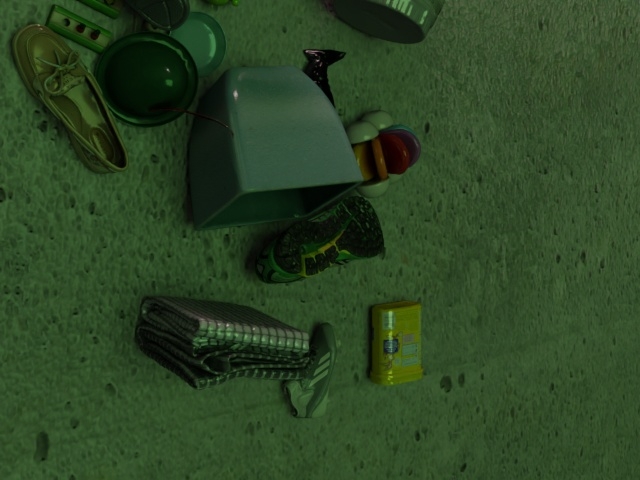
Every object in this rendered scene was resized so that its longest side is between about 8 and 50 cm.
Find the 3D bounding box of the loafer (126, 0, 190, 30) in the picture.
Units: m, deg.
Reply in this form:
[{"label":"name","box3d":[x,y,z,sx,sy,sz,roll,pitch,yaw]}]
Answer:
[{"label":"loafer","box3d":[-0.338,-0.482,1.511,0.109,0.095,0.302,-37,114,11]}]

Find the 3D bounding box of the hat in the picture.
[{"label":"hat","box3d":[-0.277,-0.256,1.530,0.208,0.183,0.173,-14,115,-8]}]

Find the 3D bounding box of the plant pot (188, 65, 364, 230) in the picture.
[{"label":"plant pot","box3d":[-0.105,-0.181,1.664,0.247,0.248,0.252,-7,79,-30]}]

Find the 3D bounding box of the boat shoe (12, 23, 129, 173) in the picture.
[{"label":"boat shoe","box3d":[-0.413,-0.240,1.536,0.104,0.089,0.285,-42,117,-21]}]

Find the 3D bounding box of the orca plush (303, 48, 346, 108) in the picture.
[{"label":"orca plush","box3d":[0.017,-0.242,1.819,0.151,0.102,0.287,15,89,-35]}]

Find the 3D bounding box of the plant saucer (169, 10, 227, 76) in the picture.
[{"label":"plant saucer","box3d":[-0.232,-0.366,1.681,0.119,0.021,0.119,-6,101,-33]}]

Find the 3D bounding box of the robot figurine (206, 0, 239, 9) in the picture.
[{"label":"robot figurine","box3d":[-0.179,-0.484,1.671,0.115,0.067,0.101,-53,129,-16]}]

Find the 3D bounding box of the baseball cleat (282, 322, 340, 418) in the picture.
[{"label":"baseball cleat","box3d":[-0.021,0.274,1.892,0.109,0.072,0.206,4,91,-28]}]

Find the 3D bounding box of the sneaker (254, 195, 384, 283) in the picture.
[{"label":"sneaker","box3d":[0.000,0.000,1.841,0.343,0.146,0.134,-16,86,-46]}]

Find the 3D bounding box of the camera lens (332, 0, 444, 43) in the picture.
[{"label":"camera lens","box3d":[0.161,-0.561,1.798,0.219,0.219,0.274,24,84,-34]}]

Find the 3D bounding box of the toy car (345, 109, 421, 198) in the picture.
[{"label":"toy car","box3d":[0.139,-0.184,1.873,0.182,0.136,0.159,-40,119,-52]}]

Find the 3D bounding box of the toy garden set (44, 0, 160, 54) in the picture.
[{"label":"toy garden set","box3d":[-0.339,-0.442,1.580,0.203,0.049,0.244,23,84,-34]}]

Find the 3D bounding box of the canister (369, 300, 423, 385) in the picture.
[{"label":"canister","box3d":[0.171,0.227,2.013,0.126,0.073,0.170,-5,99,-34]}]

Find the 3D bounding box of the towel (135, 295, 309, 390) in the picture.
[{"label":"towel","box3d":[-0.179,0.187,1.643,0.235,0.283,0.121,10,93,-34]}]
